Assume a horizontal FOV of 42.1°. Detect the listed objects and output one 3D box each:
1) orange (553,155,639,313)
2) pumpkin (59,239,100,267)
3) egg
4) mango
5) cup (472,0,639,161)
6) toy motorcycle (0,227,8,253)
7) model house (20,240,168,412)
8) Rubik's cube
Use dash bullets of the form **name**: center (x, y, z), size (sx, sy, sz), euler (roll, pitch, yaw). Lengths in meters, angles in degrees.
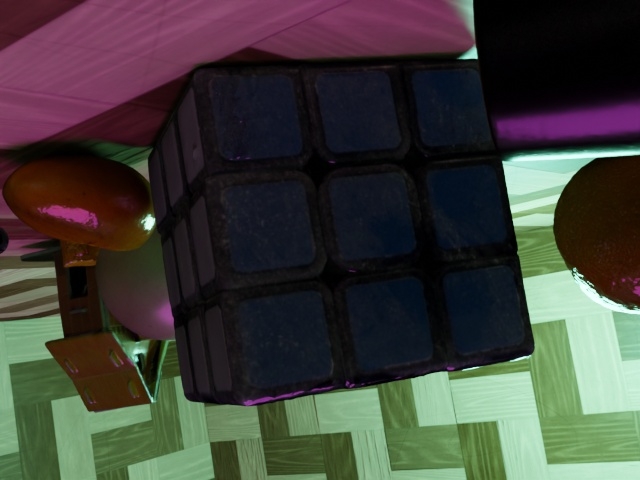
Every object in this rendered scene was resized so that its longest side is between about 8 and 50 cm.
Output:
- **orange**: center (0.609, -0.030, 1.495), size (0.356, 0.322, 0.322), euler (-22, 170, 19)
- **pumpkin**: center (-0.386, 0.006, 1.367), size (0.083, 0.074, 0.054), euler (-4, 168, -26)
- **egg**: center (-0.235, 0.045, 1.283), size (0.219, 0.219, 0.269), euler (-7, 178, -16)
- **mango**: center (-0.273, -0.049, 0.953), size (0.141, 0.102, 0.217), euler (16, -179, 26)
- **cup**: center (0.221, -0.133, 0.625), size (0.176, 0.166, 0.239), euler (-8, 173, 20)
- **toy motorcycle**: center (-0.557, 0.011, 1.125), size (0.263, 0.091, 0.157), euler (-6, -179, -13)
- **model house**: center (-0.337, 0.150, 1.592), size (0.300, 0.324, 0.340), euler (-11, 173, 22)
- **Rubik's cube**: center (0.000, 0.000, 0.873), size (0.300, 0.305, 0.303), euler (-6, 171, -20)
